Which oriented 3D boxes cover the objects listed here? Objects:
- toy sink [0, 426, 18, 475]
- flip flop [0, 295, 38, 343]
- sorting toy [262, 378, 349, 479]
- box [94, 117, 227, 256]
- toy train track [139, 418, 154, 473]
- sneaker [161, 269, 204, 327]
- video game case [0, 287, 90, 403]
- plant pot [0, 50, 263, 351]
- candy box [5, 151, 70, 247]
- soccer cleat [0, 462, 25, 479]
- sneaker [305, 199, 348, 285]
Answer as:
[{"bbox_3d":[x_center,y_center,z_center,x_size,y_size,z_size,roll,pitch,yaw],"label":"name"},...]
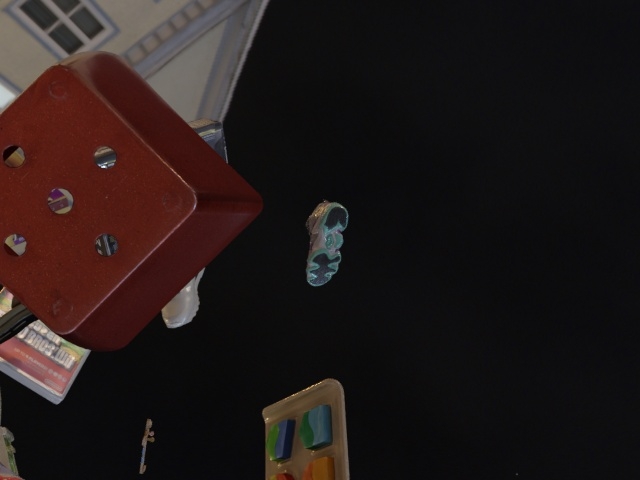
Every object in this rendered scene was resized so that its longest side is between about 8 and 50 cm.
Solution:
[{"bbox_3d":[-0.793,0.522,1.555,0.131,0.153,0.234,-15,-108,-24],"label":"toy sink"},{"bbox_3d":[-0.504,0.099,1.145,0.277,0.112,0.080,-35,-94,-21],"label":"flip flop"},{"bbox_3d":[-0.030,0.332,0.986,0.193,0.038,0.208,-35,-129,40],"label":"sorting toy"},{"bbox_3d":[-0.411,-0.114,1.702,0.395,0.318,0.097,-27,-145,-37],"label":"box"},{"bbox_3d":[-0.260,0.311,0.991,0.014,0.048,0.083,9,-82,-6],"label":"toy train track"},{"bbox_3d":[-0.327,0.095,1.499,0.090,0.095,0.235,-11,-137,6],"label":"sneaker"},{"bbox_3d":[-0.535,0.157,1.289,0.025,0.204,0.285,-40,-159,28],"label":"video game case"},{"bbox_3d":[-0.241,-0.039,0.697,0.267,0.236,0.267,-45,-83,-2],"label":"plant pot"},{"bbox_3d":[-0.487,-0.068,1.035,0.109,0.053,0.187,-28,-134,-34],"label":"candy box"},{"bbox_3d":[-0.679,0.511,1.388,0.248,0.095,0.083,13,-120,36],"label":"soccer cleat"},{"bbox_3d":[0.000,0.000,0.766,0.069,0.038,0.098,35,-72,66],"label":"sneaker"}]
